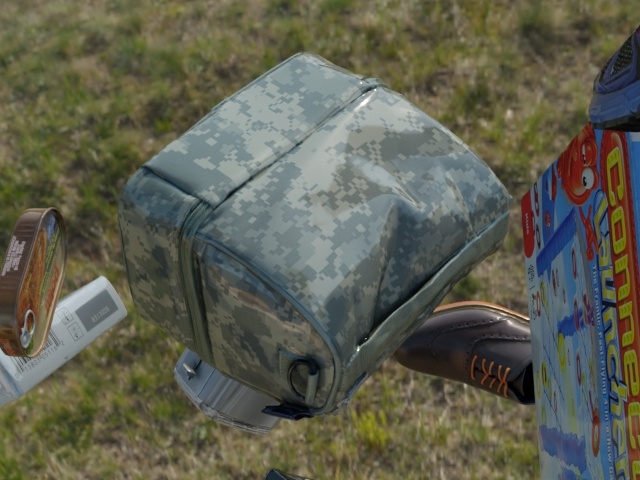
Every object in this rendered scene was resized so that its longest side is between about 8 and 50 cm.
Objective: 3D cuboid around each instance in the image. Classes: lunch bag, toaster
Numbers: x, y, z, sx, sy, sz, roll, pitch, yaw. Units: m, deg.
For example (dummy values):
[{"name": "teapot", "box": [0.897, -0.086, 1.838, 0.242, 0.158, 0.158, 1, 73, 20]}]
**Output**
[{"name": "lunch bag", "box": [0.000, 0.000, 1.038, 0.256, 0.212, 0.305, 27, 48, 30]}, {"name": "toaster", "box": [-0.102, 0.186, 1.630, 0.146, 0.227, 0.129, -53, 50, 7]}]

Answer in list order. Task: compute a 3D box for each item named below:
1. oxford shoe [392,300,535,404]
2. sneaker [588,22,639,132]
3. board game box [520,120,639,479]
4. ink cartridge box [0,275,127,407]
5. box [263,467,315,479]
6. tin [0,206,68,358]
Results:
[{"name": "oxford shoe", "box": [0.206, 0.134, 1.305, 0.272, 0.096, 0.098, 0, 24, 18]}, {"name": "sneaker", "box": [0.187, -0.100, 0.520, 0.083, 0.221, 0.087, 5, 82, -8]}, {"name": "board game box", "box": [0.216, 0.081, 0.760, 0.086, 0.302, 0.308, -2, 78, -2]}, {"name": "ink cartridge box", "box": [-0.546, 0.215, 1.868, 0.385, 0.091, 0.308, -25, 9, 29]}, {"name": "box", "box": [-0.016, 0.408, 1.044, 0.293, 0.073, 0.295, 27, 91, 51]}, {"name": "tin", "box": [-0.336, 0.048, 1.314, 0.040, 0.106, 0.189, -1, 53, 10]}]
